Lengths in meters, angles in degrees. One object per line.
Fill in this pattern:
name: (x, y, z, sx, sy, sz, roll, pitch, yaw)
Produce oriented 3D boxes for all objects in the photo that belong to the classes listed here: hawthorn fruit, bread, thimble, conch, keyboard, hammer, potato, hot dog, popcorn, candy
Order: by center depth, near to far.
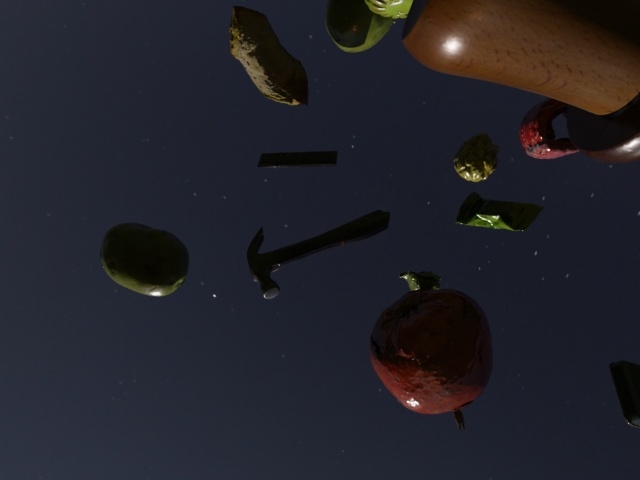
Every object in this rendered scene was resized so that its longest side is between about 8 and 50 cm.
hot dog: (-0.081, -0.266, 0.691, 0.061, 0.169, 0.078, 7, -128, 53)
bread: (0.147, -0.455, 0.851, 0.139, 0.130, 0.071, -1, -90, 40)
hammer: (0.000, 0.000, 0.874, 0.290, 0.037, 0.137, -22, -127, -18)
hawthorn fruit: (0.252, 0.266, 1.019, 0.276, 0.276, 0.307, -20, -86, 5)
conch: (0.253, 0.099, 1.148, 0.089, 0.121, 0.074, -32, -140, 52)
popcorn: (0.398, -0.202, 1.176, 0.116, 0.106, 0.120, -29, -148, 26)
potato: (-0.449, 0.046, 1.198, 0.253, 0.148, 0.186, 38, -144, 26)
thimble: (0.652, -0.311, 1.266, 0.190, 0.125, 0.163, -16, -86, 2)
potato: (0.134, -0.717, 1.395, 0.216, 0.216, 0.304, 32, -73, 30)
keyboard: (-0.072, -0.256, 1.472, 0.251, 0.017, 0.087, 0, -139, 7)
candy: (0.588, -0.086, 1.548, 0.246, 0.069, 0.149, 12, -127, 43)

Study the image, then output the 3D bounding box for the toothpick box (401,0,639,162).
toothpick box: (0.240, -0.199, 0.448, 0.294, 0.192, 0.192, 21, -115, -6)

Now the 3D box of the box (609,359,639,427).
box: (0.619, 0.299, 0.905, 0.091, 0.031, 0.126, 18, -129, -14)
